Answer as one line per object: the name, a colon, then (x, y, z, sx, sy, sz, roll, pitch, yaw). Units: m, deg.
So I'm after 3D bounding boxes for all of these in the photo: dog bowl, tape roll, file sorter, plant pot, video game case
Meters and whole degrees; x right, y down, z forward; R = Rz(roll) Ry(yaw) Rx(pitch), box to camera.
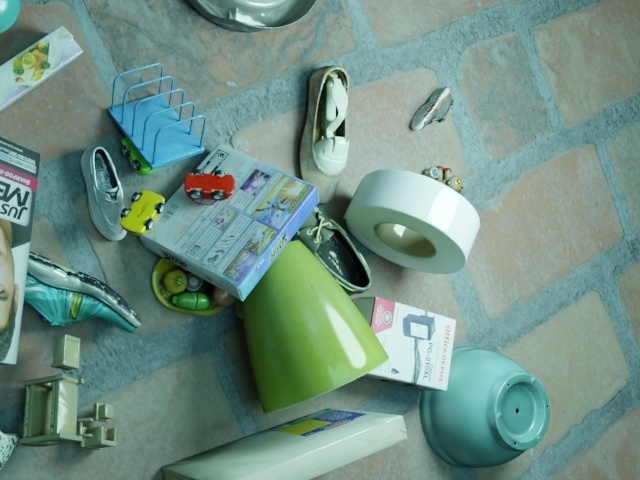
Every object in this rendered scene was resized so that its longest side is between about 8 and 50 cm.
dog bowl: (-0.164, -0.609, 1.803, 0.349, 0.102, 0.348, 4, 82, -31)
tape roll: (0.200, -0.038, 1.850, 0.286, 0.286, 0.100, 34, 68, -24)
file sorter: (-0.313, -0.243, 1.616, 0.118, 0.104, 0.170, -25, 63, -31)
plant pot: (0.410, 0.395, 1.975, 0.293, 0.196, 0.292, 5, 81, -32)
video game case: (-0.177, -0.044, 1.659, 0.269, 0.244, 0.061, -53, 155, -25)
plant pot: (-0.044, 0.158, 1.702, 0.275, 0.275, 0.293, -21, 86, -32)

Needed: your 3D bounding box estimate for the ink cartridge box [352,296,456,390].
ink cartridge box: (0.181, 0.237, 1.908, 0.237, 0.100, 0.171, 17, 75, -29)

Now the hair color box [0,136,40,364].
hair color box: (-0.584, 0.010, 1.384, 0.185, 0.114, 0.374, 28, 62, -62)

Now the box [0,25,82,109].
box: (-0.577, -0.276, 1.524, 0.324, 0.067, 0.063, -45, 106, -27)

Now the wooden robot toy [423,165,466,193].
wooden robot toy: (0.309, -0.148, 2.051, 0.173, 0.079, 0.076, 8, 80, -31)

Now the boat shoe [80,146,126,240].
boat shoe: (-0.407, -0.091, 1.606, 0.066, 0.063, 0.184, -10, 89, -32)

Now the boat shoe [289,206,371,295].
boat shoe: (0.003, -0.003, 1.834, 0.109, 0.091, 0.305, -46, 108, -28)

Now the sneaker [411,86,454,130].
sneaker: (0.286, -0.312, 2.072, 0.158, 0.061, 0.065, -49, 115, -26)

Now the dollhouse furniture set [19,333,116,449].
dollhouse furniture set: (-0.458, 0.284, 1.535, 0.161, 0.101, 0.181, 38, 44, -59)

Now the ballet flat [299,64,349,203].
ballet flat: (0.017, -0.243, 1.865, 0.108, 0.106, 0.315, 4, 82, -32)

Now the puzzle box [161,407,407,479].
puzzle box: (-0.068, 0.413, 1.630, 0.409, 0.272, 0.052, -13, 90, -32)

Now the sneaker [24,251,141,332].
sneaker: (-0.463, 0.110, 1.543, 0.275, 0.107, 0.110, 26, 90, -22)

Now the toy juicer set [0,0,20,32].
toy juicer set: (-0.641, -0.453, 1.502, 0.209, 0.089, 0.329, 30, 77, -11)

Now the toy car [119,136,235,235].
toy car: (-0.313, -0.119, 1.632, 0.239, 0.053, 0.225, -26, 62, -24)

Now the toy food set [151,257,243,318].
toy food set: (-0.226, 0.086, 1.692, 0.218, 0.071, 0.128, 12, 78, -30)

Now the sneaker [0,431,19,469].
sneaker: (-0.661, 0.258, 1.391, 0.410, 0.158, 0.182, 55, 29, -12)
